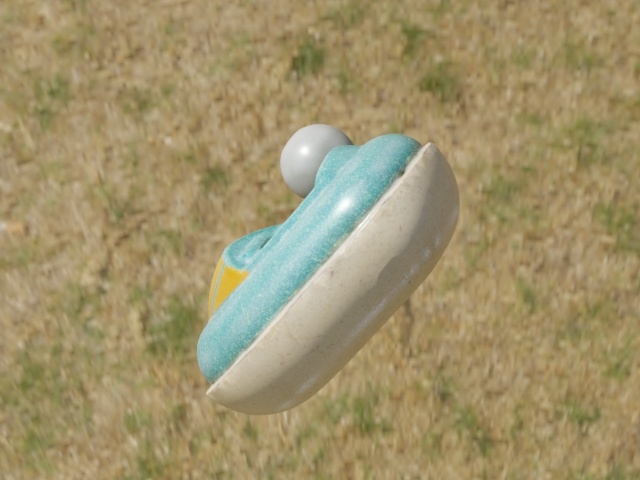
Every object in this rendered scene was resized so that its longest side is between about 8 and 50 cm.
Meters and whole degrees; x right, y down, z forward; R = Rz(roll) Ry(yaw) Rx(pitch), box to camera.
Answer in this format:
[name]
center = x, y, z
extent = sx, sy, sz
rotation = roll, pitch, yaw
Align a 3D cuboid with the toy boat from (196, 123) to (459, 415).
[toy boat]
center = 0.000, 0.000, 1.342
extent = 0.148, 0.267, 0.318
rotation = 41, 22, -1
